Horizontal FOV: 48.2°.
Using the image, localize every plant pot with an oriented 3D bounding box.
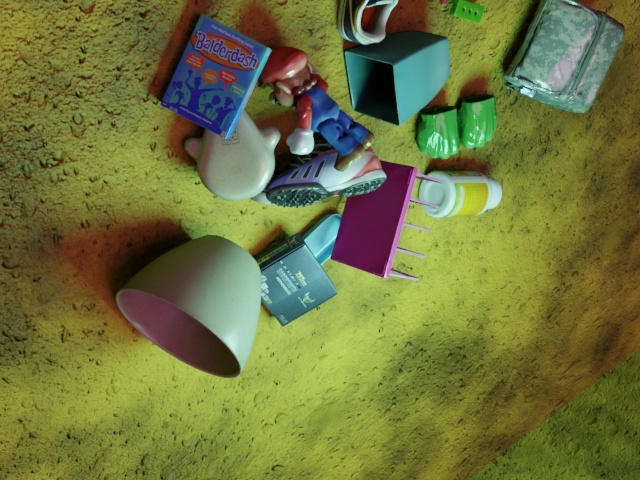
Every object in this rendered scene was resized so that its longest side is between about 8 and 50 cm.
[{"bbox_3d":[0.209,-0.428,1.800,0.234,0.165,0.166,-35,132,-28],"label":"plant pot"}]

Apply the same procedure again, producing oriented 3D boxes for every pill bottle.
[{"bbox_3d":[0.427,-0.141,2.152,0.245,0.136,0.136,-4,117,-37],"label":"pill bottle"}]

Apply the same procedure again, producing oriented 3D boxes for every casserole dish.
[{"bbox_3d":[0.000,0.000,1.964,0.188,0.037,0.114,-43,134,-9],"label":"casserole dish"}]

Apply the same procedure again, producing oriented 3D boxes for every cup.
[{"bbox_3d":[-0.270,0.127,1.666,0.237,0.331,0.331,-60,140,-29],"label":"cup"}]

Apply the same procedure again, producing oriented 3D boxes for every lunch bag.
[{"bbox_3d":[0.690,-0.546,2.087,0.256,0.212,0.305,18,103,-26],"label":"lunch bag"}]

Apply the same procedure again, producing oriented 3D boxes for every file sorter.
[{"bbox_3d":[0.191,-0.054,1.933,0.182,0.202,0.291,12,95,-45],"label":"file sorter"}]

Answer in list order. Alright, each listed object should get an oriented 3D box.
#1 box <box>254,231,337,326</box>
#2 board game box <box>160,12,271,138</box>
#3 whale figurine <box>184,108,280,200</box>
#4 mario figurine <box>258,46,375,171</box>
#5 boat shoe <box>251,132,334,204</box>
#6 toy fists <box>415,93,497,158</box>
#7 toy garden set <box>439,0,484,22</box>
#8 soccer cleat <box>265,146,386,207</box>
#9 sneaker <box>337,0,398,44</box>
[{"bbox_3d":[-0.080,0.109,1.915,0.183,0.059,0.233,-31,134,1],"label":"box"},{"bbox_3d":[-0.220,-0.344,1.509,0.210,0.160,0.047,-64,178,9],"label":"board game box"},{"bbox_3d":[-0.197,-0.229,1.619,0.216,0.141,0.272,-10,102,1],"label":"whale figurine"},{"bbox_3d":[-0.034,-0.300,1.641,0.170,0.198,0.320,-42,97,7],"label":"mario figurine"},{"bbox_3d":[-0.031,-0.188,1.783,0.340,0.127,0.158,-14,117,-42],"label":"boat shoe"},{"bbox_3d":[0.390,-0.322,2.048,0.279,0.096,0.142,-20,116,-27],"label":"toy fists"},{"bbox_3d":[0.372,-0.705,1.840,0.203,0.049,0.244,0,116,-40],"label":"toy garden set"},{"bbox_3d":[0.005,-0.157,1.695,0.318,0.117,0.108,-13,166,-28],"label":"soccer cleat"},{"bbox_3d":[0.114,-0.610,1.635,0.126,0.127,0.321,-19,124,-28],"label":"sneaker"}]
